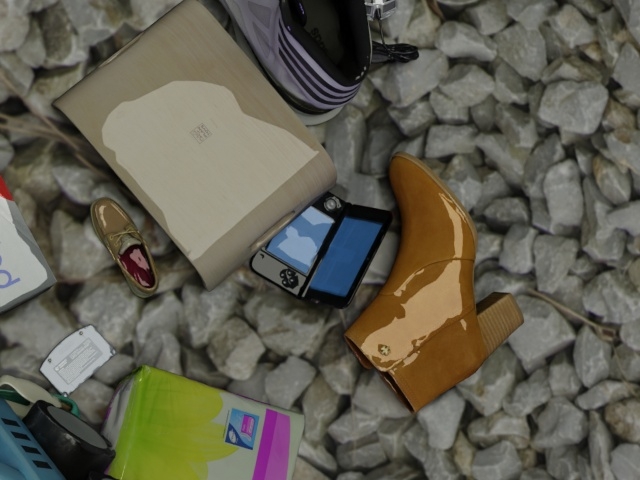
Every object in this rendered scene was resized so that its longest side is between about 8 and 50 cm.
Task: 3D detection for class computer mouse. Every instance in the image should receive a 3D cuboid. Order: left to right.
[{"bbox_3d":[0.071,-0.331,1.621,0.106,0.042,0.193,-6,90,-14],"label":"computer mouse"}]

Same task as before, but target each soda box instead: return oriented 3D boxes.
[{"bbox_3d":[-0.415,-0.051,1.395,0.098,0.091,0.286,-28,92,-20],"label":"soda box"}]

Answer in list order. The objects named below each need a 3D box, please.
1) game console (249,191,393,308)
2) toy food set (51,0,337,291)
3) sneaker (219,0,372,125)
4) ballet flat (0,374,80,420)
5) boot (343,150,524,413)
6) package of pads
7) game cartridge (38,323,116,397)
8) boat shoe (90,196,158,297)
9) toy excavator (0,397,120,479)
[{"bbox_3d":[0.000,0.000,1.528,0.124,0.085,0.144,31,74,-12],"label":"game console"},{"bbox_3d":[-0.154,-0.122,1.503,0.220,0.092,0.306,-41,90,-14],"label":"toy food set"},{"bbox_3d":[-0.069,-0.363,1.463,0.169,0.257,0.447,-36,94,-19],"label":"sneaker"},{"bbox_3d":[-0.389,0.181,1.372,0.247,0.083,0.087,16,111,-20],"label":"ballet flat"},{"bbox_3d":[0.110,0.055,1.550,0.211,0.104,0.295,-34,93,-16],"label":"boot"},{"bbox_3d":[-0.161,0.311,1.396,0.229,0.101,0.296,21,65,-20],"label":"package of pads"},{"bbox_3d":[-0.293,0.142,1.450,0.083,0.017,0.056,-42,100,-19],"label":"game cartridge"},{"bbox_3d":[-0.234,0.005,1.471,0.050,0.045,0.135,-33,94,-19],"label":"boat shoe"},{"bbox_3d":[-0.427,0.216,1.195,0.222,0.433,0.445,-54,134,-1],"label":"toy excavator"}]
